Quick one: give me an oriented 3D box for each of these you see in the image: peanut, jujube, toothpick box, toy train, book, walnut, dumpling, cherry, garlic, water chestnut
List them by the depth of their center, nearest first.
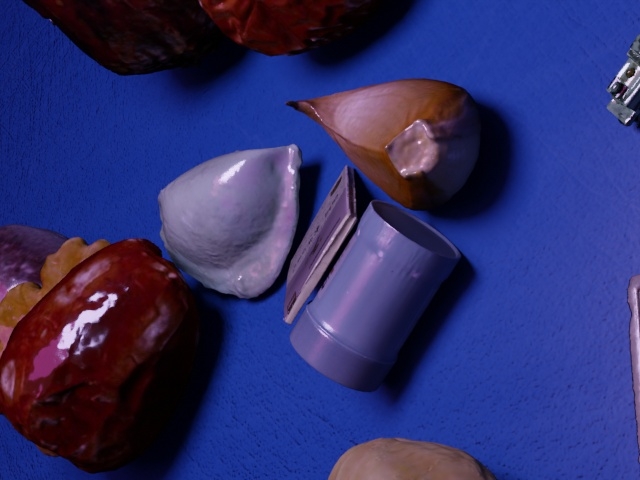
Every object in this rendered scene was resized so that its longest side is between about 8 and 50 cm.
[{"bbox_3d":[0.108,0.256,1.028,0.319,0.147,0.148,41,108,52],"label":"peanut"},{"bbox_3d":[0.267,-0.133,1.054,0.083,0.053,0.033,-55,42,18],"label":"toy train"},{"bbox_3d":[0.051,0.052,1.203,0.153,0.101,0.101,-58,41,14],"label":"toothpick box"},{"bbox_3d":[0.079,-0.091,1.221,0.206,0.128,0.115,24,138,54],"label":"garlic"},{"bbox_3d":[0.000,0.000,1.278,0.127,0.014,0.182,-59,9,16],"label":"book"},{"bbox_3d":[-0.013,-0.310,1.345,0.232,0.213,0.213,-35,51,43],"label":"jujube"},{"bbox_3d":[-0.089,-0.026,1.415,0.216,0.149,0.105,-29,17,33],"label":"dumpling"},{"bbox_3d":[-0.258,0.118,1.458,0.244,0.222,0.269,33,87,31],"label":"walnut"},{"bbox_3d":[-0.218,-0.370,1.511,0.302,0.350,0.350,-49,43,9],"label":"water chestnut"},{"bbox_3d":[-0.378,0.088,1.635,0.266,0.183,0.213,18,101,31],"label":"cherry"}]

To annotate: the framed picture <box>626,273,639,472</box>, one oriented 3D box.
[{"bbox_3d":[0.312,0.132,0.931,0.192,0.018,0.265,-22,60,45],"label":"framed picture"}]
